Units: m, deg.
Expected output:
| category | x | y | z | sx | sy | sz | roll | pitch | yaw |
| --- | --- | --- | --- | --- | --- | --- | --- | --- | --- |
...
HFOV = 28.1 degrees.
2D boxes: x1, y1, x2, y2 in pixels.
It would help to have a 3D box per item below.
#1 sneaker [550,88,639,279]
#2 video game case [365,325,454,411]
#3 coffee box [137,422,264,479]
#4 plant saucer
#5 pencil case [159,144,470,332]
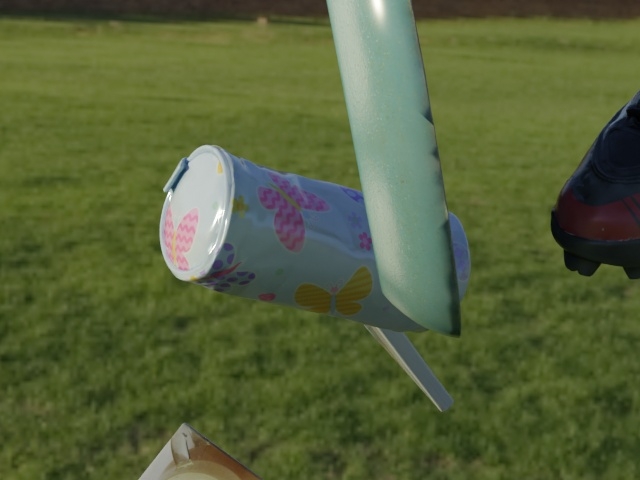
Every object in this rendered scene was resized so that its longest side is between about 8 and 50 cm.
| category | x | y | z | sx | sy | sz | roll | pitch | yaw |
| --- | --- | --- | --- | --- | --- | --- | --- | --- | --- |
| sneaker | 0.231 | -0.092 | 0.737 | 0.276 | 0.135 | 0.097 | -37 | 42 | -18 |
| video game case | 0.063 | 0.089 | 1.475 | 0.023 | 0.201 | 0.183 | -40 | 40 | -3 |
| coffee box | -0.066 | 0.301 | 1.185 | 0.246 | 0.141 | 0.098 | 32 | -16 | 24 |
| plant saucer | 0.033 | -0.095 | 0.757 | 0.043 | 0.318 | 0.317 | -11 | 16 | 2 |
| pencil case | 0.000 | 0.000 | 1.097 | 0.273 | 0.113 | 0.124 | 13 | 50 | -34 |
